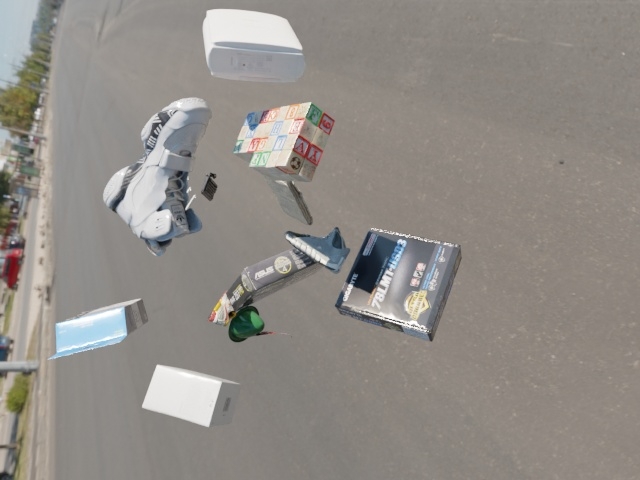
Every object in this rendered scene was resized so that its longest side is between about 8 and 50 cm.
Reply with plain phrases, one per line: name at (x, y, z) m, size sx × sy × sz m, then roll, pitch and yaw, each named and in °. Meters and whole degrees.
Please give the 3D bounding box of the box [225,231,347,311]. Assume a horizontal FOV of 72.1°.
box at (-0.133, 0.117, 1.648) m, size 0.097 × 0.394 × 0.318 m, roll 63°, pitch 150°, yaw 7°

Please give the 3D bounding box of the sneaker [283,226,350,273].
sneaker at (0.000, 0.000, 1.432) m, size 0.228 × 0.086 × 0.132 m, roll 33°, pitch 84°, yaw 19°

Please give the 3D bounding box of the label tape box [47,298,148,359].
label tape box at (-0.795, 0.307, 1.588) m, size 0.333 × 0.240 × 0.106 m, roll -175°, pitch 72°, yaw -83°

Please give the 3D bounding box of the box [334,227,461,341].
box at (0.232, 0.117, 1.302) m, size 0.293 × 0.073 × 0.296 m, roll 14°, pitch 61°, yaw 28°

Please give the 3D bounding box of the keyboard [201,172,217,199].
keyboard at (-0.438, -0.221, 1.759) m, size 0.180 × 0.023 × 0.108 m, roll 133°, pitch 151°, yaw -84°

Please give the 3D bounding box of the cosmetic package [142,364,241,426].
cosmetic package at (-0.405, 0.501, 1.424) m, size 0.224 × 0.224 × 0.138 m, roll 74°, pitch -153°, yaw -69°

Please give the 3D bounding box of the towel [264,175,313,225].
towel at (-0.141, -0.194, 1.920) m, size 0.049 × 0.282 × 0.187 m, roll -44°, pitch 48°, yaw -18°

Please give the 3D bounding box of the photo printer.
photo printer at (-0.193, -0.551, 1.223) m, size 0.308 × 0.256 × 0.107 m, roll -108°, pitch 23°, yaw -45°

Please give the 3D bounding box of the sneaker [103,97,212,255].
sneaker at (-0.333, -0.134, 1.007) m, size 0.366 × 0.137 × 0.210 m, roll -42°, pitch 79°, yaw 22°

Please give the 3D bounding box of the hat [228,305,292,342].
hat at (-0.273, 0.397, 1.953) m, size 0.183 × 0.208 × 0.173 m, roll 20°, pitch 132°, yaw 36°

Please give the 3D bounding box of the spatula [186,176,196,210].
spatula at (-0.619, -0.149, 1.927) m, size 0.168 × 0.019 × 0.242 m, roll 85°, pitch -159°, yaw -55°

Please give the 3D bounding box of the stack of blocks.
stack of blocks at (-0.115, -0.253, 1.162) m, size 0.297 × 0.087 × 0.171 m, roll 13°, pitch 79°, yaw 50°

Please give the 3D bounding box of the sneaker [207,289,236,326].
sneaker at (-0.399, 0.291, 1.864) m, size 0.088 × 0.092 × 0.225 m, roll -55°, pitch 6°, yaw 26°
